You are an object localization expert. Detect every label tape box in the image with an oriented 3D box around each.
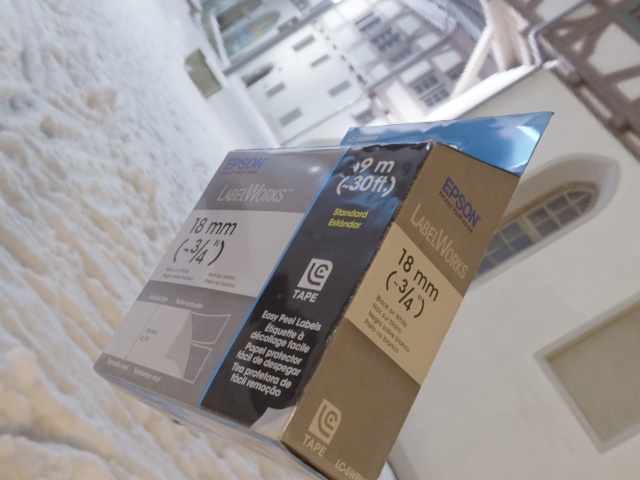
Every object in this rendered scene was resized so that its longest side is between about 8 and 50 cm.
[{"bbox_3d":[0.000,0.000,0.619,0.241,0.333,0.106,5,-32,48],"label":"label tape box"}]
